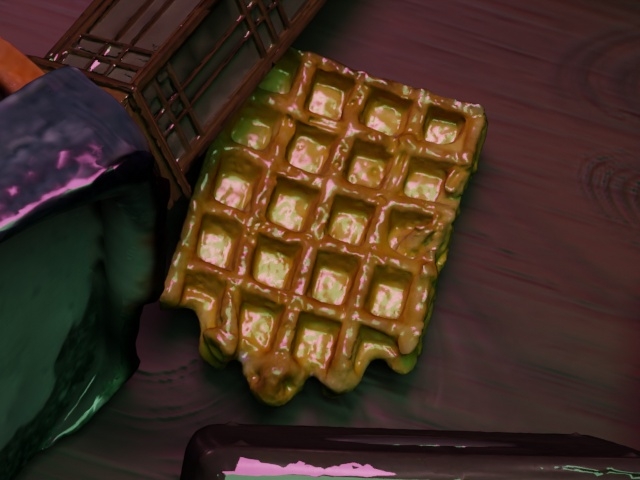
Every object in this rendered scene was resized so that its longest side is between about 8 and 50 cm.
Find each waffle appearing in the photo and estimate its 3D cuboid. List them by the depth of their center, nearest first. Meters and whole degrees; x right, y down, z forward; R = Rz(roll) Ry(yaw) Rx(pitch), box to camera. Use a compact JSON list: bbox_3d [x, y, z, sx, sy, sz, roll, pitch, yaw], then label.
[{"bbox_3d":[0.000,0.000,1.006,0.160,0.055,0.211,16,71,-1],"label":"waffle"}]

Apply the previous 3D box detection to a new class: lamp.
[{"bbox_3d":[-0.038,-0.169,0.990,0.089,0.090,0.325,18,59,32],"label":"lamp"}]

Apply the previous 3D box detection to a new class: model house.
[{"bbox_3d":[-0.232,-0.023,0.908,0.184,0.253,0.291,-32,65,-24],"label":"model house"}]

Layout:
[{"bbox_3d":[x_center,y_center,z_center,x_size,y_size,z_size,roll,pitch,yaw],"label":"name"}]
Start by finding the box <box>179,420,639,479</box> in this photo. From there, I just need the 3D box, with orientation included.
[{"bbox_3d":[0.051,0.185,0.881,0.290,0.220,0.166,2,88,-6],"label":"box"}]
